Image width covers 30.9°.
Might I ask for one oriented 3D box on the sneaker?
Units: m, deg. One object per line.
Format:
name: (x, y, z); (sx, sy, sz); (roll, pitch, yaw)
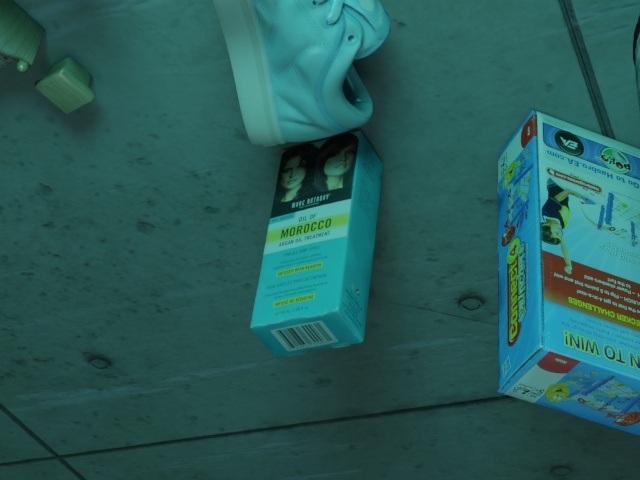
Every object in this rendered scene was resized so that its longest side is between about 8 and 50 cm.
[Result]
sneaker: (-0.016, -0.228, 1.036); (0.150, 0.135, 0.366); (-5, 149, 4)

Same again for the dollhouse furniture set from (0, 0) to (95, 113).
dollhouse furniture set: (-0.466, -0.153, 1.147); (0.303, 0.173, 0.355); (-23, 132, 32)

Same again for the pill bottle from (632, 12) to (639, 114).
pill bottle: (0.362, -0.106, 0.902); (0.224, 0.392, 0.224); (5, 141, 4)

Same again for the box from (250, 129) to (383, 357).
box: (0.000, 0.000, 1.203); (0.101, 0.244, 0.060); (-13, 136, 24)

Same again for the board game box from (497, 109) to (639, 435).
board game box: (0.331, 0.048, 1.166); (0.308, 0.302, 0.086); (19, 140, -13)
